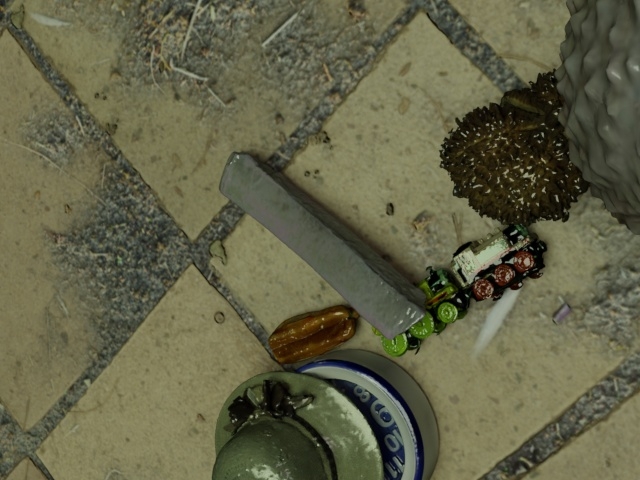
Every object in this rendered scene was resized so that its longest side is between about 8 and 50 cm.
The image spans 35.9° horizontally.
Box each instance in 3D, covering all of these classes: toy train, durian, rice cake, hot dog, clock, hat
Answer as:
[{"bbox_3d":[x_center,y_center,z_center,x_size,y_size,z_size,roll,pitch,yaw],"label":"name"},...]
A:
[{"bbox_3d":[0.167,0.060,1.218,0.249,0.053,0.085,-36,76,28],"label":"toy train"},{"bbox_3d":[0.228,-0.104,1.067,0.167,0.196,0.196,38,115,5],"label":"durian"},{"bbox_3d":[0.000,0.000,1.265,0.365,0.056,0.073,39,110,27],"label":"rice cake"},{"bbox_3d":[-0.008,0.124,1.332,0.144,0.038,0.062,-25,85,27],"label":"hot dog"},{"bbox_3d":[0.039,0.262,1.311,0.230,0.083,0.231,5,102,25],"label":"clock"},{"bbox_3d":[-0.058,0.301,1.252,0.257,0.130,0.257,5,102,27],"label":"hat"}]

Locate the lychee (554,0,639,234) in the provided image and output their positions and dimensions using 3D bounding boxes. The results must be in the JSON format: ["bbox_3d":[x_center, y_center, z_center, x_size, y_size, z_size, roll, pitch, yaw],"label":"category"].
[{"bbox_3d":[0.388,-0.163,0.838,0.380,0.380,0.432,-4,87,29],"label":"lychee"}]
